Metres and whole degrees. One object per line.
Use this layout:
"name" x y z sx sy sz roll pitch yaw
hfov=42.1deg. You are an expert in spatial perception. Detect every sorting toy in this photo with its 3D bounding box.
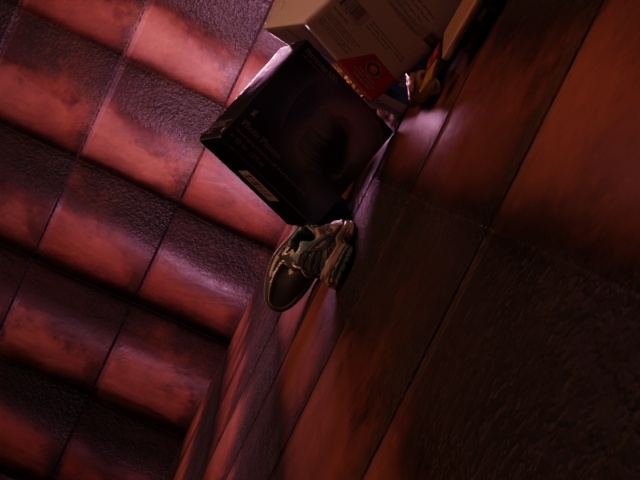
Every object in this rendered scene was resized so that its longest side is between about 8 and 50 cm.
"sorting toy" 0.253 -0.367 1.402 0.274 0.046 0.132 -60 8 33

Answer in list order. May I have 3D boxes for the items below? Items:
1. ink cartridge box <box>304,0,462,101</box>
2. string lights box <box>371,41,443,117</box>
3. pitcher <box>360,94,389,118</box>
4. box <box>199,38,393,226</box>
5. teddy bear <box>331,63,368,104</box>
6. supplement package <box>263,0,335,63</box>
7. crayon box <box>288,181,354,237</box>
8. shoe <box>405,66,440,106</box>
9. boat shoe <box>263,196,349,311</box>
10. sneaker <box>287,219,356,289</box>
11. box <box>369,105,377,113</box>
"ink cartridge box" 0.133 -0.425 1.565 0.273 0.197 0.114 -41 9 7
"string lights box" 0.207 -0.404 1.790 0.260 0.077 0.133 -58 9 48
"pitcher" 0.168 -0.412 2.033 0.178 0.125 0.207 61 -136 -75
"box" -0.052 -0.235 1.858 0.294 0.296 0.183 -51 20 -12
"teddy bear" 0.093 -0.471 2.173 0.338 0.113 0.245 -53 39 -6
"supplement package" 0.047 -0.500 1.792 0.293 0.175 0.177 13 79 54
"crayon box" 0.021 -0.127 2.221 0.323 0.083 0.203 126 168 -62
"shoe" 0.196 -0.296 1.607 0.219 0.058 0.076 -74 -21 -77
"boat shoe" -0.038 0.033 1.946 0.319 0.116 0.099 -58 6 6
"sneaker" 0.000 0.000 1.711 0.110 0.122 0.283 -63 6 13
"box" 0.035 -0.269 2.426 0.381 0.143 0.191 -57 10 41
